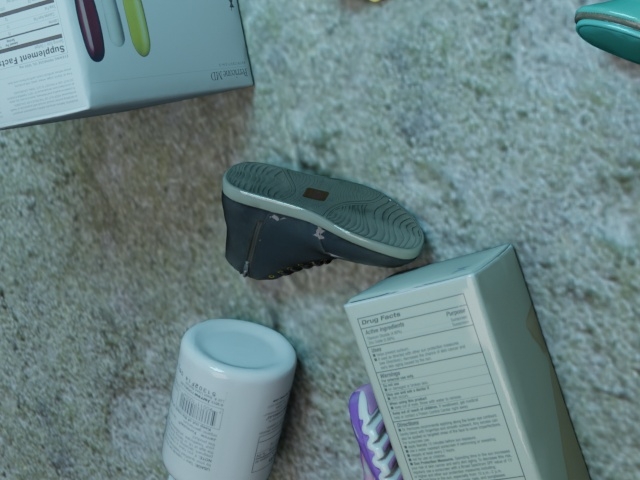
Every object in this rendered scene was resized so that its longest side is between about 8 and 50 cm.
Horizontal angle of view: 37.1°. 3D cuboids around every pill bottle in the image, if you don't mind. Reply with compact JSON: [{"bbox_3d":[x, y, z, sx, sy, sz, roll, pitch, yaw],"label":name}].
[{"bbox_3d":[-0.111,0.216,1.085,0.131,0.131,0.229,23,113,24],"label":"pill bottle"}]

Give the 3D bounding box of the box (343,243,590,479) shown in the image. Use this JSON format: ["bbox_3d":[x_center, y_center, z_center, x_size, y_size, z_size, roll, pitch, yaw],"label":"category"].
[{"bbox_3d":[0.153,0.175,0.925,0.148,0.121,0.311,-15,95,32],"label":"box"}]

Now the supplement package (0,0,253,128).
[{"bbox_3d":[-0.231,-0.200,0.966,0.204,0.262,0.145,-5,101,31],"label":"supplement package"}]

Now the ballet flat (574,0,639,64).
[{"bbox_3d":[0.333,-0.161,0.766,0.247,0.083,0.087,28,91,21],"label":"ballet flat"}]

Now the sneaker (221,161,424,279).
[{"bbox_3d":[0.000,0.000,1.007,0.222,0.083,0.118,20,131,17],"label":"sneaker"}]

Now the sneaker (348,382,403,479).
[{"bbox_3d":[0.077,0.268,1.017,0.104,0.095,0.236,-22,92,40],"label":"sneaker"}]
